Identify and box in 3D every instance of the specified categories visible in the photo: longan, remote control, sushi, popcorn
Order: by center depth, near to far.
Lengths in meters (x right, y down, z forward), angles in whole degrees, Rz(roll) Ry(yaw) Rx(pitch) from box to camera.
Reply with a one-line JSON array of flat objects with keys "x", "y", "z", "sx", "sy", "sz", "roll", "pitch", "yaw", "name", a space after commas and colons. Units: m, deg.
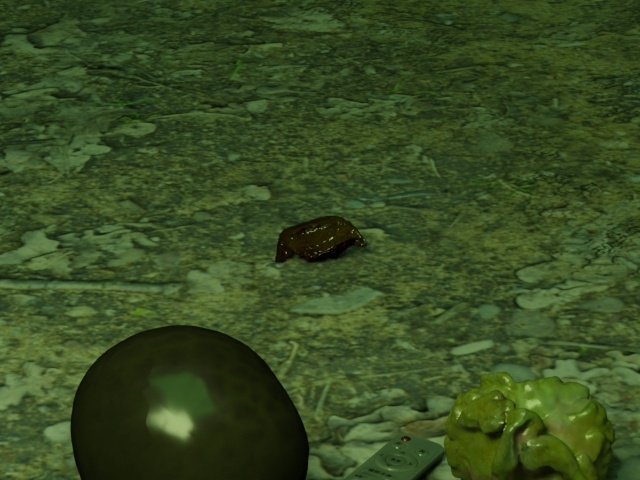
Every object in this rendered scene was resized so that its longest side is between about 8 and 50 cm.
[{"x": -0.111, "y": 0.166, "z": 1.624, "sx": 0.198, "sy": 0.198, "sz": 0.212, "roll": -15, "pitch": 46, "yaw": -29, "name": "longan"}, {"x": 0.177, "y": 0.177, "z": 1.676, "sx": 0.145, "sy": 0.126, "sz": 0.126, "roll": 29, "pitch": 38, "yaw": 1, "name": "popcorn"}, {"x": 0.049, "y": 0.216, "z": 1.705, "sx": 0.050, "sy": 0.027, "sz": 0.184, "roll": 16, "pitch": 26, "yaw": 25, "name": "remote control"}, {"x": 0.000, "y": 0.000, "z": 2.118, "sx": 0.099, "sy": 0.047, "sz": 0.050, "roll": -11, "pitch": 12, "yaw": 14, "name": "sushi"}]

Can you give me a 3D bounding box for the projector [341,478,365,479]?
[{"x": 0.031, "y": 0.311, "z": 1.256, "sx": 0.108, "sy": 0.250, "sz": 0.198, "roll": -8, "pitch": 27, "yaw": -19, "name": "projector"}]
